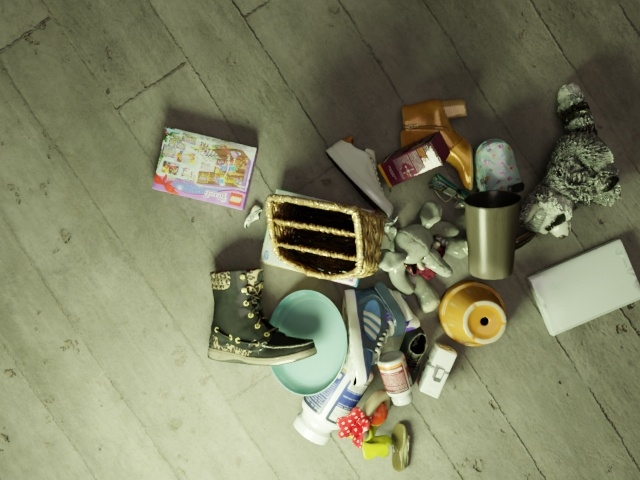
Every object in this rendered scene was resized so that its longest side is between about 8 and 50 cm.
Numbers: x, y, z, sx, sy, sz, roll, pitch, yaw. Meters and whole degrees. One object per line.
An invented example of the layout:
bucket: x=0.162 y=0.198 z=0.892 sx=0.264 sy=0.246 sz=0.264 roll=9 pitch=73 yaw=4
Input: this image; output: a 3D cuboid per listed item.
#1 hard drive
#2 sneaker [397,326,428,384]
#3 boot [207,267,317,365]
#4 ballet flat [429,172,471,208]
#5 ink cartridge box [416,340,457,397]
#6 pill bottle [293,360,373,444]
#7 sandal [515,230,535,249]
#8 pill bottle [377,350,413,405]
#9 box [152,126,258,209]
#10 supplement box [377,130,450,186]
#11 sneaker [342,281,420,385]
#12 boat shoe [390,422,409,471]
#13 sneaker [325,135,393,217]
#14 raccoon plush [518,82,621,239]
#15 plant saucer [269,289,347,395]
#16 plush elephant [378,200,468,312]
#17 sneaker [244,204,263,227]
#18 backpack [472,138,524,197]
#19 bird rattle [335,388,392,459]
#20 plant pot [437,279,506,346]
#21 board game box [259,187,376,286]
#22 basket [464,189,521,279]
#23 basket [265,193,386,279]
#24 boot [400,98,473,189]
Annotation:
hard drive: x=0.833 y=0.147 z=1.843 sx=0.307 sy=0.040 sz=0.203 roll=-24 pitch=92 yaw=2
sneaker: x=0.276 y=0.379 z=1.822 sx=0.083 sy=0.118 sz=0.222 roll=11 pitch=93 yaw=0
boot: x=-0.191 y=0.226 z=1.773 sx=0.377 sy=0.138 sz=0.284 roll=-4 pitch=89 yaw=32
ballet flat: x=0.423 y=-0.138 z=1.833 sx=0.188 sy=0.070 sz=0.070 roll=34 pitch=93 yaw=1
ink cartridge box: x=0.362 y=0.400 z=1.826 sx=0.063 sy=0.109 sz=0.150 roll=23 pitch=93 yaw=2
pill bottle: x=0.036 y=0.488 z=1.814 sx=0.153 sy=0.153 sz=0.265 roll=32 pitch=92 yaw=-1
sandal: x=0.565 y=0.011 z=1.831 sx=0.219 sy=0.090 sz=0.060 roll=-24 pitch=70 yaw=9
pill bottle: x=0.231 y=0.419 z=1.776 sx=0.086 sy=0.086 sz=0.152 roll=-17 pitch=102 yaw=2
box: x=-0.360 y=-0.225 z=1.836 sx=0.293 sy=0.057 sz=0.201 roll=14 pitch=92 yaw=0
supplement box: x=0.282 y=-0.244 z=1.756 sx=0.188 sy=0.104 sz=0.081 roll=-21 pitch=106 yaw=35
sneaker: x=0.194 y=0.278 z=1.750 sx=0.236 sy=0.130 sz=0.323 roll=2 pitch=50 yaw=-7
boat shoe: x=0.261 y=0.660 z=1.874 sx=0.056 sy=0.048 sz=0.153 roll=-2 pitch=88 yaw=46
sneaker: x=0.147 y=-0.206 z=1.787 sx=0.123 sy=0.106 sz=0.290 roll=-38 pitch=77 yaw=-3
raccoon plush: x=0.704 y=-0.225 z=1.796 sx=0.299 sy=0.216 sz=0.446 roll=-17 pitch=62 yaw=13
plant saucer: x=-0.038 y=0.311 z=1.789 sx=0.317 sy=0.043 sz=0.317 roll=-6 pitch=79 yaw=38
plush elephant: x=0.300 y=0.033 z=1.738 sx=0.330 sy=0.255 sz=0.272 roll=40 pitch=93 yaw=-1
sneaker: x=-0.212 y=-0.072 z=1.854 sx=0.037 sy=0.032 sz=0.083 roll=31 pitch=93 yaw=0
backpack: x=0.541 y=-0.222 z=1.791 sx=0.152 sy=0.115 sz=0.182 roll=-19 pitch=97 yaw=0
bird rattle: x=0.141 y=0.546 z=1.792 sx=0.143 sy=0.253 sz=0.207 roll=18 pitch=60 yaw=35
plant pot: x=0.476 y=0.233 z=1.778 sx=0.205 sy=0.188 sz=0.205 roll=0 pitch=93 yaw=1
board game box: x=-0.009 y=-0.011 z=1.808 sx=0.316 sy=0.064 sz=0.242 roll=14 pitch=93 yaw=11
basket: x=0.499 y=-0.014 z=1.703 sx=0.154 sy=0.204 sz=0.227 roll=7 pitch=112 yaw=29
basket: x=0.000 y=0.000 z=1.626 sx=0.299 sy=0.223 sz=0.213 roll=12 pitch=91 yaw=27
boot: x=0.358 y=-0.288 z=1.813 sx=0.211 sy=0.104 sz=0.295 roll=-9 pitch=97 yaw=12
